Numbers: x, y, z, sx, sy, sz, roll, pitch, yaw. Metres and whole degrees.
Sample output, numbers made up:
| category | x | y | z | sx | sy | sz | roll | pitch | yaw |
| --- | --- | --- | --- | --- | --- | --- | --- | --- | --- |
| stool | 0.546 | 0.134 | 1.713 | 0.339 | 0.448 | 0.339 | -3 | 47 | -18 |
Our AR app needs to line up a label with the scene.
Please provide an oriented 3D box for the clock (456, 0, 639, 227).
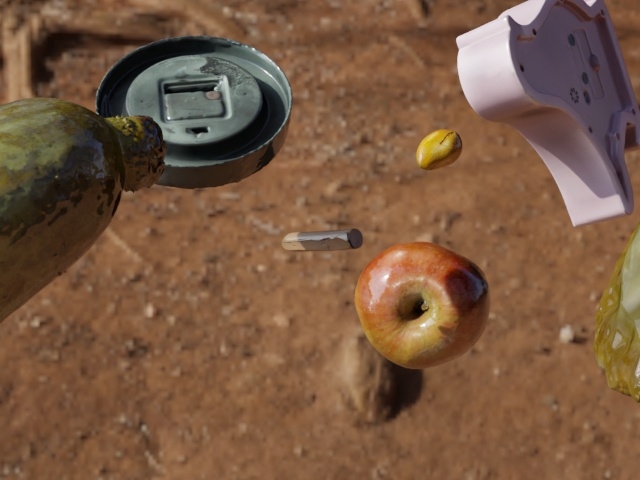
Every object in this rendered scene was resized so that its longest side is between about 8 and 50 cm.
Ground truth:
| category | x | y | z | sx | sy | sz | roll | pitch | yaw |
| --- | --- | --- | --- | --- | --- | --- | --- | --- | --- |
| clock | 0.291 | -0.155 | 1.637 | 0.080 | 0.290 | 0.275 | -18 | 3 | 40 |

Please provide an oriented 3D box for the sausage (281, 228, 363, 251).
| category | x | y | z | sx | sy | sz | roll | pitch | yaw |
| --- | --- | --- | --- | --- | --- | --- | --- | --- | --- |
| sausage | 0.000 | 0.000 | 1.582 | 0.116 | 0.026 | 0.026 | -3 | 13 | 44 |

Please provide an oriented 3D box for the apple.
| category | x | y | z | sx | sy | sz | roll | pitch | yaw |
| --- | --- | --- | --- | --- | --- | --- | --- | --- | --- |
| apple | 0.137 | 0.084 | 1.798 | 0.199 | 0.199 | 0.199 | 4 | 24 | -2 |

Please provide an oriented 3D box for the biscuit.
| category | x | y | z | sx | sy | sz | roll | pitch | yaw |
| --- | --- | --- | --- | --- | --- | --- | --- | --- | --- |
| biscuit | 0.410 | 0.018 | 1.354 | 0.078 | 0.329 | 0.335 | 35 | -21 | -25 |

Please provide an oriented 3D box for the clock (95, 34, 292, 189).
| category | x | y | z | sx | sy | sz | roll | pitch | yaw |
| --- | --- | --- | --- | --- | --- | --- | --- | --- | --- |
| clock | -0.138 | -0.141 | 1.483 | 0.215 | 0.042 | 0.215 | 1 | 47 | -1 |

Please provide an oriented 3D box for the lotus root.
| category | x | y | z | sx | sy | sz | roll | pitch | yaw |
| --- | --- | --- | --- | --- | --- | --- | --- | --- | --- |
| lotus root | -0.264 | -0.020 | 1.074 | 0.309 | 0.173 | 0.173 | -38 | 41 | -19 |

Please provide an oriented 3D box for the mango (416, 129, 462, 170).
| category | x | y | z | sx | sy | sz | roll | pitch | yaw |
| --- | --- | --- | --- | --- | --- | --- | --- | --- | --- |
| mango | 0.184 | -0.140 | 2.114 | 0.060 | 0.046 | 0.089 | 43 | 58 | 9 |
